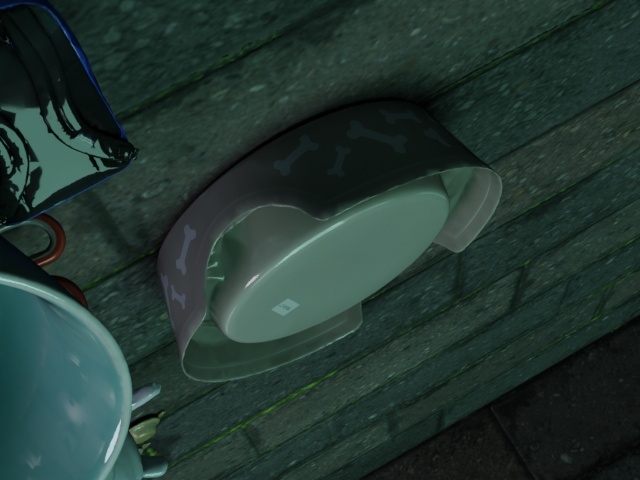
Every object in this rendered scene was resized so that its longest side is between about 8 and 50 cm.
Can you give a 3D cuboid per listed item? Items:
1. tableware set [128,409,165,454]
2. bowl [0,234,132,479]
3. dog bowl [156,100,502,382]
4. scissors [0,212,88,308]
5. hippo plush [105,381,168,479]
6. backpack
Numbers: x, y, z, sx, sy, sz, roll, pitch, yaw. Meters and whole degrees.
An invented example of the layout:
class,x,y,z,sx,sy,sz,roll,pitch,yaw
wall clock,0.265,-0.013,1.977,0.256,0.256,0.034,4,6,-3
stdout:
class,x,y,z,sx,sy,sz,roll,pitch,yaw
tableware set,-0.275,0.272,1.539,0.168,0.020,0.141,-13,156,-45
bowl,-0.293,0.084,0.766,0.311,0.163,0.312,-19,138,-18
dog bowl,0.000,0.000,1.165,0.348,0.102,0.349,-27,160,-11
scissors,-0.309,0.086,0.896,0.297,0.109,0.021,-31,-171,-11
hippo plush,-0.294,0.249,1.266,0.236,0.234,0.294,15,90,-87
backpack,-0.181,-0.086,0.696,0.098,0.101,0.120,-32,129,-10
